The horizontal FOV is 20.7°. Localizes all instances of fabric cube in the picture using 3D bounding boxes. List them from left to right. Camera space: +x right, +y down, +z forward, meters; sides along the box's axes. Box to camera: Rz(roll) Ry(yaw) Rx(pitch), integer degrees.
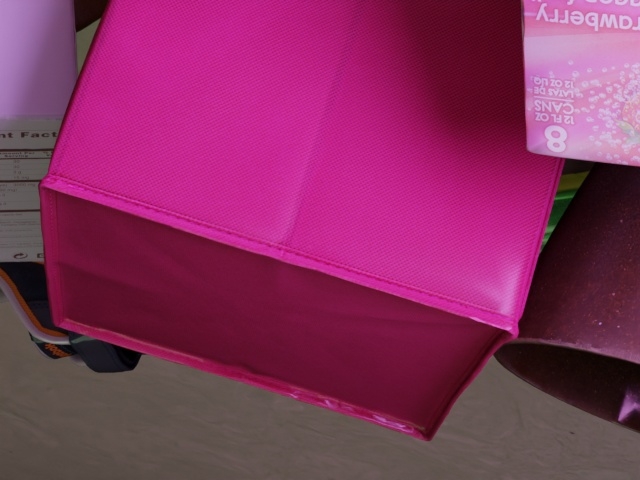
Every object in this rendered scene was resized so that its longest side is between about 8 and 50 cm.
[{"bbox_3d":[0.002,-0.064,1.012,0.259,0.258,0.254,17,159,-2],"label":"fabric cube"}]

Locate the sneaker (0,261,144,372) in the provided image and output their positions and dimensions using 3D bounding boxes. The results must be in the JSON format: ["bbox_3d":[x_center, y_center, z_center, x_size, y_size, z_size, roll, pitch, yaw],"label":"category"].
[{"bbox_3d":[-0.146,0.050,1.381,0.321,0.127,0.126,17,163,21],"label":"sneaker"}]

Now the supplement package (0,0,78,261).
[{"bbox_3d":[-0.199,-0.071,1.049,0.105,0.105,0.179,-1,152,-10],"label":"supplement package"}]

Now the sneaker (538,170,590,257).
[{"bbox_3d":[0.257,0.036,1.257,0.295,0.124,0.109,20,160,-7],"label":"sneaker"}]

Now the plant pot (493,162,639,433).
[{"bbox_3d":[0.236,-0.009,0.986,0.215,0.230,0.215,20,169,4],"label":"plant pot"}]

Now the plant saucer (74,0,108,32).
[{"bbox_3d":[-0.289,-0.182,1.008,0.332,0.081,0.333,-13,154,7],"label":"plant saucer"}]

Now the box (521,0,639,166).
[{"bbox_3d":[0.250,-0.114,0.770,0.299,0.154,0.142,8,123,22],"label":"box"}]
